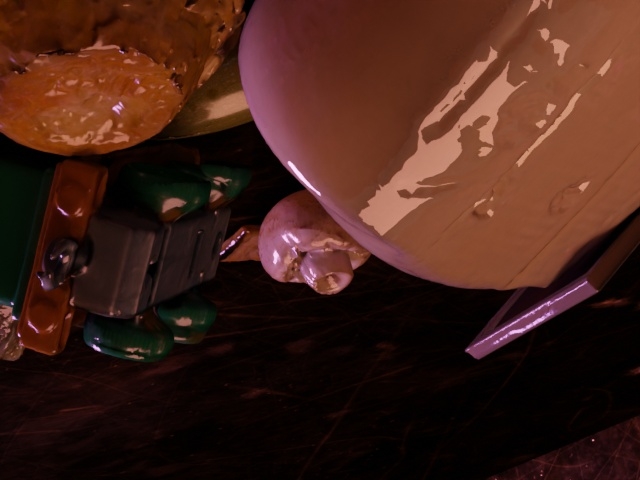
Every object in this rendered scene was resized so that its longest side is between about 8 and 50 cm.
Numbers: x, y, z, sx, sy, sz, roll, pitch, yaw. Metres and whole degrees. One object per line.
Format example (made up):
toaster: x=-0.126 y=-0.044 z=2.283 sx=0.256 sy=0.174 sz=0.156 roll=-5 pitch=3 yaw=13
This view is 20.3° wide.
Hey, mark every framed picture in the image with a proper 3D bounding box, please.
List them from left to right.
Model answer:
framed picture: x=0.264 y=-0.015 z=1.615 sx=0.289 sy=0.020 sz=0.211 roll=-46 pitch=-177 yaw=-32

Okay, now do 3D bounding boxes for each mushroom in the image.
mushroom: x=0.000 y=0.000 z=2.026 sx=0.148 sy=0.112 sz=0.148 roll=-13 pitch=150 yaw=-7

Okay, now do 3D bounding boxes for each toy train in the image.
toy train: x=-0.220 y=-0.009 z=1.658 sx=0.249 sy=0.178 sz=0.429 roll=15 pitch=-172 yaw=9

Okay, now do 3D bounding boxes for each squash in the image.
squash: x=-0.056 y=-0.156 z=1.618 sx=0.341 sy=0.094 sz=0.094 roll=-15 pitch=159 yaw=-2

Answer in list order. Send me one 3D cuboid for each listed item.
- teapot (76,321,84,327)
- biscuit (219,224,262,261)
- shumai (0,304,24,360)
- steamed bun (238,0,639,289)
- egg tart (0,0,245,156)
teapot: x=-0.251 y=0.026 z=1.897 sx=0.166 sy=0.119 sz=0.130 roll=0 pitch=153 yaw=-35
biscuit: x=-0.076 y=0.002 z=2.105 sx=0.081 sy=0.018 sz=0.083 roll=-1 pitch=155 yaw=-35
shumai: x=-0.382 y=0.055 z=1.892 sx=0.184 sy=0.184 sz=0.142 roll=-20 pitch=-158 yaw=11
steamed bun: x=0.154 y=-0.178 z=1.412 sx=0.371 sy=0.290 sz=0.456 roll=-46 pitch=154 yaw=17
egg tart: x=-0.194 y=-0.153 z=1.457 sx=0.295 sy=0.116 sz=0.295 roll=-11 pitch=153 yaw=-6
